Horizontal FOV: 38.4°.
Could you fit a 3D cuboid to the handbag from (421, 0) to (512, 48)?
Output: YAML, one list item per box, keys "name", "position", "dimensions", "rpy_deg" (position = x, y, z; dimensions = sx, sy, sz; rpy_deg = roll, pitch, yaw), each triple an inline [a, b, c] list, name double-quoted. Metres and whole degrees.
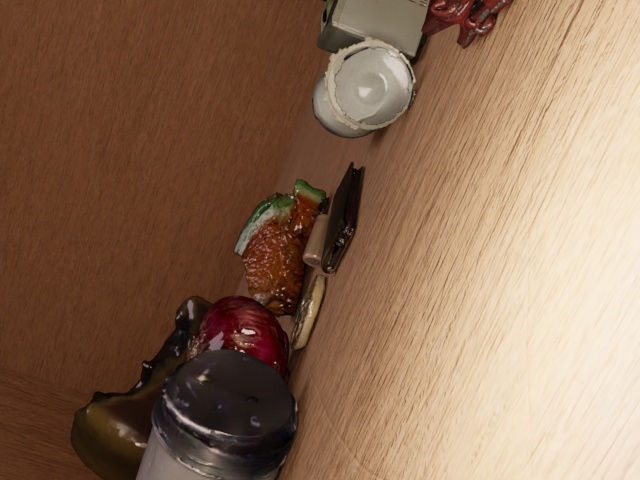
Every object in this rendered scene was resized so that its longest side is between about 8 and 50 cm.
- name: "handbag"
  position: [0.209, -0.376, 1.011]
  dimensions: [0.260, 0.084, 0.275]
  rpy_deg: [148, 140, -74]

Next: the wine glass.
- name: "wine glass"
  position: [0.060, -0.240, 1.517]
  dimensions: [0.321, 0.143, 0.143]
  rpy_deg: [-139, 68, -85]

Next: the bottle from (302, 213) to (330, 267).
- name: "bottle"
  position: [0.000, 0.000, 1.716]
  dimensions: [0.045, 0.045, 0.096]
  rpy_deg: [123, 167, -62]

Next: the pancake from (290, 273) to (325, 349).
- name: "pancake"
  position: [-0.024, 0.125, 1.643]
  dimensions: [0.151, 0.025, 0.151]
  rpy_deg: [-162, 90, -83]

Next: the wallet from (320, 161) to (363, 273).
- name: "wallet"
  position: [0.038, -0.043, 1.592]
  dimensions: [0.198, 0.031, 0.110]
  rpy_deg: [-79, 11, -49]

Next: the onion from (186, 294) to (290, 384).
- name: "onion"
  position: [-0.148, 0.226, 1.652]
  dimensions: [0.246, 0.190, 0.246]
  rpy_deg: [-164, 90, -79]

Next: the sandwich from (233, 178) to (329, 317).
- name: "sandwich"
  position: [-0.102, 0.036, 1.923]
  dimensions: [0.301, 0.162, 0.250]
  rpy_deg: [-76, 4, -50]

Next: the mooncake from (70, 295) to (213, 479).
- name: "mooncake"
  position: [-0.341, 0.340, 1.995]
  dimensions: [0.246, 0.394, 0.393]
  rpy_deg: [113, 147, -50]

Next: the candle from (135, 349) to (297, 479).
- name: "candle"
  position: [-0.178, 0.358, 1.456]
  dimensions: [0.221, 0.221, 0.342]
  rpy_deg: [-84, 14, -61]

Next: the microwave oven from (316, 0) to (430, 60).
- name: "microwave oven"
  position: [0.090, -0.367, 1.508]
  dimensions: [0.205, 0.163, 0.129]
  rpy_deg: [-160, 88, -82]
